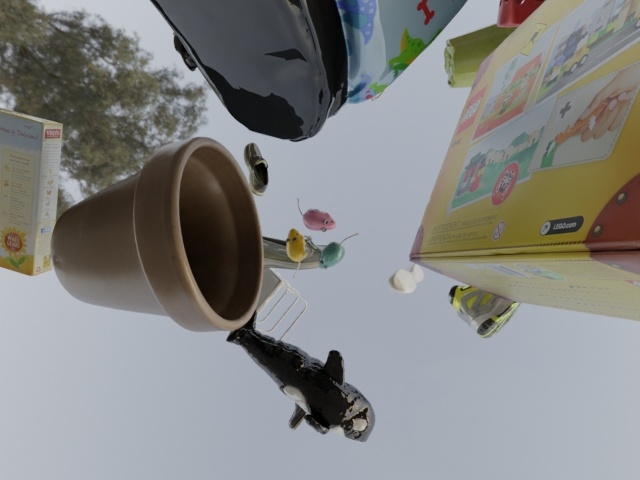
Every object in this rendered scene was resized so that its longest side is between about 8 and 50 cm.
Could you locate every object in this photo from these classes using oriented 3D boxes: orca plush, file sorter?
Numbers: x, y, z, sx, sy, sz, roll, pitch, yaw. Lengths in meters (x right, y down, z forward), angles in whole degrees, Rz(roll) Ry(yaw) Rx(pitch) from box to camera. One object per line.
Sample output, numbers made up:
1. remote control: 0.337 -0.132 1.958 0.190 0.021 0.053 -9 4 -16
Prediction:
1. orca plush: -0.008 0.205 0.735 0.287 0.151 0.102 43 -80 11
2. file sorter: -0.199 0.181 1.472 0.193 0.173 0.277 -51 -141 -2

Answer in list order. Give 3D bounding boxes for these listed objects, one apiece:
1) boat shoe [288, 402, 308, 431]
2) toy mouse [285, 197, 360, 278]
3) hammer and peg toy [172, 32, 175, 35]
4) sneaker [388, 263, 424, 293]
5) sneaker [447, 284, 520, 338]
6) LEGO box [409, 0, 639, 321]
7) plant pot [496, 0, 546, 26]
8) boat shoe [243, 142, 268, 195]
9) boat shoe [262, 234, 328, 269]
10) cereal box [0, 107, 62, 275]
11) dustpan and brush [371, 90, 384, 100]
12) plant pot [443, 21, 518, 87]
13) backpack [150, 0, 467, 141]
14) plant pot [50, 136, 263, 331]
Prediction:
1. boat shoe: -0.047 0.397 1.141 0.065 0.206 0.075 37 -61 1
2. toy mouse: 0.000 0.000 0.817 0.142 0.031 0.161 -3 -73 17
3. hammer and peg toy: -0.288 -0.581 1.446 0.127 0.361 0.266 -49 -142 0
4. sneaker: 0.250 0.133 1.403 0.094 0.212 0.080 -29 -99 32
5. sneaker: 0.487 0.075 1.135 0.384 0.145 0.147 -33 -125 -22
6. LEGO box: 0.317 -0.116 0.513 0.193 0.500 0.373 22 -94 -4
7. plant pot: 0.473 -0.534 0.919 0.190 0.174 0.191 -2 -157 1
8. boat shoe: -0.229 -0.274 1.657 0.073 0.080 0.224 -32 -121 40
9. boat shoe: -0.098 0.023 1.298 0.319 0.118 0.103 2 -81 2
10. cereal box: -0.495 -0.081 0.692 0.172 0.047 0.241 16 -77 8
11. dustpan and brush: 0.125 -0.426 0.941 0.060 0.211 0.147 -16 -124 -18
12. plant pot: 0.611 -0.690 1.690 0.253 0.276 0.276 -9 -117 8
13. backpack: 0.038 -0.292 0.344 0.273 0.290 0.356 17 -114 30
14. plant pot: -0.231 0.005 0.634 0.229 0.263 0.263 -9 -117 15
